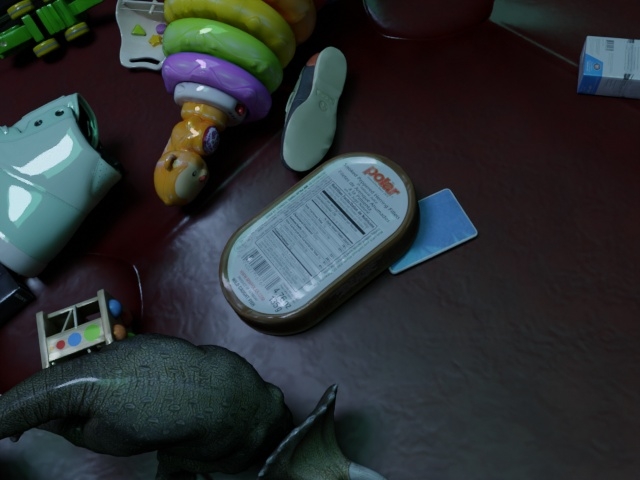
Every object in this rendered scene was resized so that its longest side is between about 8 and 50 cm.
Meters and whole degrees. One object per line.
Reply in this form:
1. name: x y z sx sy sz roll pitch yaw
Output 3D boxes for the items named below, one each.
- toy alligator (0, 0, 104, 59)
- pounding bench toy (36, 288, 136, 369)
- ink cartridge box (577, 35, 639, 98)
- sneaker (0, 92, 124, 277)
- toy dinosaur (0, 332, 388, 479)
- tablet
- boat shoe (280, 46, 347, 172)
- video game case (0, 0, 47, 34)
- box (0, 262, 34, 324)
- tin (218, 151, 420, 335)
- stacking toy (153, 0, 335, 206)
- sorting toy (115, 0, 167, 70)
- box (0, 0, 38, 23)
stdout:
1. toy alligator: -0.324 -0.232 0.683 0.189 0.056 0.051 -30 22 -5
2. pounding bench toy: -0.183 0.093 0.499 0.065 0.052 0.083 -20 63 -2
3. ink cartridge box: 0.285 -0.158 0.563 0.083 0.028 0.048 10 66 13
4. sneaker: -0.299 -0.100 0.586 0.256 0.094 0.151 43 83 14
5. toy dinosaur: -0.096 0.104 0.396 0.160 0.313 0.121 -25 43 39
6. tablet: 0.088 -0.009 0.533 0.083 0.006 0.054 -24 63 -4
7. boat shoe: -0.012 -0.122 0.585 0.043 0.049 0.137 -12 56 51
8. video game case: -0.439 -0.283 0.739 0.190 0.022 0.173 34 74 23
9. box: -0.357 0.036 0.567 0.116 0.029 0.162 -44 67 -13
10. tin: 0.000 0.000 0.522 0.189 0.040 0.106 -38 68 -7
11. stacking toy: -0.092 -0.173 0.575 0.165 0.175 0.302 13 78 13
12. sorting toy: -0.182 -0.218 0.659 0.083 0.045 0.075 10 74 15
13. box: -0.425 -0.532 0.693 0.472 0.297 0.480 -41 64 -13
